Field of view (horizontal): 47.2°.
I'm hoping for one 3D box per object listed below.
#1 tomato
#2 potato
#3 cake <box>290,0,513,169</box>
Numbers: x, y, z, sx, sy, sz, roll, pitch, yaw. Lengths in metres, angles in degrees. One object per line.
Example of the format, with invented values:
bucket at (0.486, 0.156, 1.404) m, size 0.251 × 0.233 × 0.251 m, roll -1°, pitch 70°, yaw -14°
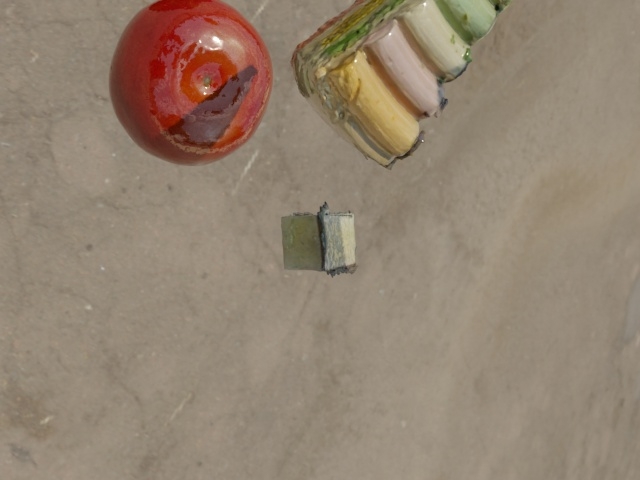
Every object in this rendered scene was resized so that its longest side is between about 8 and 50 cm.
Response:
tomato at (-0.145, -0.182, 0.837) m, size 0.195 × 0.136 × 0.195 m, roll -5°, pitch 101°, yaw -24°
potato at (-0.001, 0.000, 0.855) m, size 0.122 × 0.061 × 0.086 m, roll -3°, pitch 88°, yaw -70°
cake at (0.070, -0.172, 0.533) m, size 0.090 × 0.109 × 0.225 m, roll 32°, pitch 97°, yaw -26°
